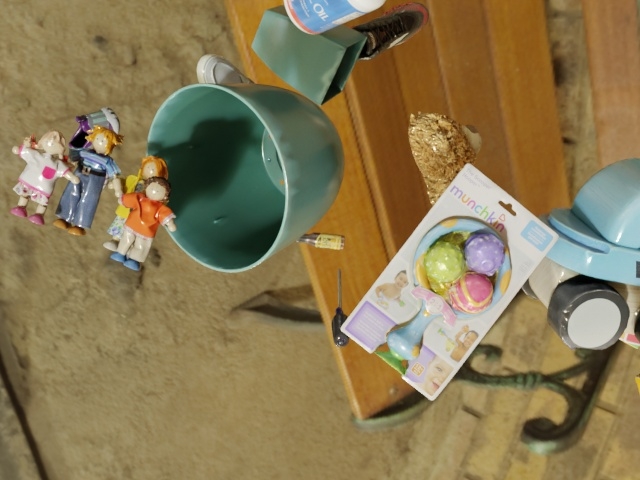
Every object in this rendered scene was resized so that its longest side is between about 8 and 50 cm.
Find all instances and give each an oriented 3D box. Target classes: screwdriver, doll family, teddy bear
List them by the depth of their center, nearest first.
[{"bbox_3d":[0.023,0.084,1.000,0.025,0.170,0.024,-37,113,14],"label":"screwdriver"},{"bbox_3d":[-0.319,-0.079,1.136,0.262,0.118,0.163,24,97,3],"label":"doll family"},{"bbox_3d":[0.256,-0.077,1.361,0.245,0.113,0.338,-50,125,-69],"label":"teddy bear"}]

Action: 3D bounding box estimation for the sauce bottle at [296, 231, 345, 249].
[{"bbox_3d":[0.000,0.000,2.023,0.128,0.042,0.042,4,101,-4],"label":"sauce bottle"}]

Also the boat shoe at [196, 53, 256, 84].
[{"bbox_3d":[-0.145,-0.283,1.478,0.227,0.081,0.079,39,71,-51],"label":"boat shoe"}]

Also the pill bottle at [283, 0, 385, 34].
[{"bbox_3d":[0.047,-0.464,1.382,0.124,0.221,0.124,10,76,-43],"label":"pill bottle"}]

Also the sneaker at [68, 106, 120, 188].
[{"bbox_3d":[-0.502,-0.187,1.631,0.098,0.083,0.224,-18,144,-43],"label":"sneaker"}]

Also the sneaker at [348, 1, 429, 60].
[{"bbox_3d":[0.161,-0.543,2.011,0.275,0.135,0.098,-21,111,7],"label":"sneaker"}]

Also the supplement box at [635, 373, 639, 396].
[{"bbox_3d":[0.589,0.192,0.913,0.356,0.195,0.194,-22,101,-25],"label":"supplement box"}]

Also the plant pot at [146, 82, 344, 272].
[{"bbox_3d":[-0.097,-0.121,1.250,0.235,0.292,0.293,-24,117,-50],"label":"plant pot"}]

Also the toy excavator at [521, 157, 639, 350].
[{"bbox_3d":[0.557,-0.053,1.145,0.432,0.222,0.446,9,112,-9],"label":"toy excavator"}]

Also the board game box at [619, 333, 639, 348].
[{"bbox_3d":[0.574,0.051,1.358,0.124,0.039,0.260,29,92,-5],"label":"board game box"}]

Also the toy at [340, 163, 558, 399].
[{"bbox_3d":[0.148,0.048,0.842,0.136,0.056,0.237,38,91,-5],"label":"toy"}]

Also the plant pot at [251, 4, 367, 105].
[{"bbox_3d":[-0.038,-0.481,1.908,0.166,0.234,0.166,-62,172,31],"label":"plant pot"}]
